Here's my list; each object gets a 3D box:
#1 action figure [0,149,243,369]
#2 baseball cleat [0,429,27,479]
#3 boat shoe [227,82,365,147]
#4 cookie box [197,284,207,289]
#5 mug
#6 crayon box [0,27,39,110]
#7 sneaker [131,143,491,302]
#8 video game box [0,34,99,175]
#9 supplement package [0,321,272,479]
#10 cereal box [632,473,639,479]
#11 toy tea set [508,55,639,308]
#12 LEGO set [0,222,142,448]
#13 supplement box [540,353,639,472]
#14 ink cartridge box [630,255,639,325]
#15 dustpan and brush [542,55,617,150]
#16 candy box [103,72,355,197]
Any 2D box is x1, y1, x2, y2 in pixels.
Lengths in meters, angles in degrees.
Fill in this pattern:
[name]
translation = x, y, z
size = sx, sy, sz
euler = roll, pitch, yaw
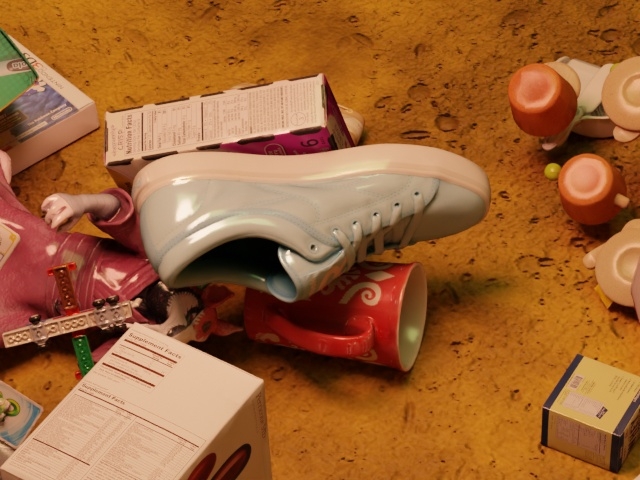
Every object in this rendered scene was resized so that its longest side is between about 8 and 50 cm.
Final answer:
[action figure]
translation = -0.255, 0.054, 1.963
size = 0.370, 0.248, 0.276
euler = 11, 12, 9
[baseball cleat]
translation = -0.347, 0.194, 1.824
size = 0.109, 0.072, 0.206
euler = -22, 66, -38
[boat shoe]
translation = -0.028, -0.149, 2.209
size = 0.170, 0.063, 0.059
euler = 22, 46, 13
[cookie box]
translation = -0.141, 0.002, 2.070
size = 0.092, 0.040, 0.107
euler = 25, 51, 26
[mug]
translation = 0.010, 0.065, 1.925
size = 0.169, 0.150, 0.113
euler = 7, 83, 18
[crayon box]
translation = -0.452, -0.119, 2.074
size = 0.278, 0.081, 0.165
euler = -40, 12, -14
[sneaker]
translation = 0.000, 0.000, 1.866
size = 0.366, 0.135, 0.150
euler = -3, 59, -11
[video game box]
translation = -0.399, -0.148, 2.244
size = 0.205, 0.048, 0.187
euler = -33, 48, -26
[supplement package]
translation = -0.160, 0.227, 1.723
size = 0.149, 0.194, 0.203
euler = 22, 50, 24
[cereal box]
translation = 0.349, 0.280, 1.733
size = 0.240, 0.047, 0.173
euler = -35, 51, -28
[toy tea set]
translation = 0.341, -0.074, 2.048
size = 0.200, 0.124, 0.336
euler = -31, 65, 8
[LEGO set]
translation = -0.292, 0.091, 1.804
size = 0.244, 0.182, 0.060
euler = 33, 6, -6
[supplement box]
translation = 0.272, 0.169, 1.850
size = 0.083, 0.056, 0.083
euler = 20, 49, 24
[ink cartridge box]
translation = 0.479, 0.085, 1.832
size = 0.306, 0.131, 0.226
euler = 0, 41, -7
[dustpan and brush]
translation = 0.308, -0.152, 2.181
size = 0.147, 0.060, 0.211
euler = 21, 51, 24
[candy box]
translation = -0.089, -0.083, 1.939
size = 0.233, 0.159, 0.071
euler = -9, 59, 11
